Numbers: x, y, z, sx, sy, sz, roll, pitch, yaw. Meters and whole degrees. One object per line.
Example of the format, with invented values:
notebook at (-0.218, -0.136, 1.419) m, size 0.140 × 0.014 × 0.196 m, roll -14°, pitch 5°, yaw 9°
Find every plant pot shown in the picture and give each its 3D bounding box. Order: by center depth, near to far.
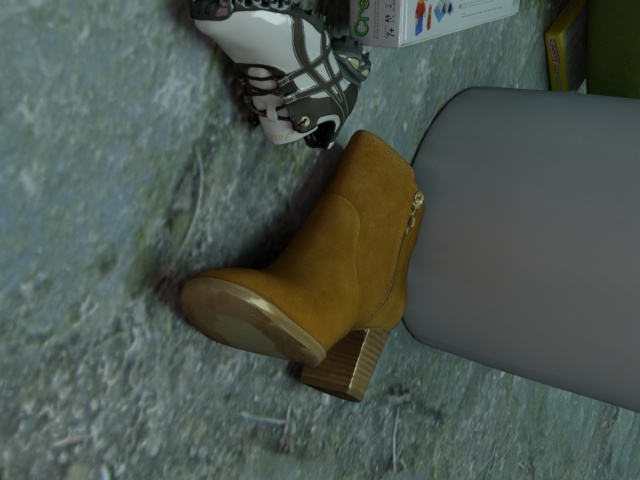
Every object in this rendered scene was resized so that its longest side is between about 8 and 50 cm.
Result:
plant pot at (0.438, -0.298, 1.157) m, size 0.275 × 0.275 × 0.293 m, roll -13°, pitch 124°, yaw -55°

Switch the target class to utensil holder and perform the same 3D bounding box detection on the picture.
utensil holder at (0.317, 0.010, 0.979) m, size 0.328 × 0.385 × 0.327 m, roll -27°, pitch 124°, yaw -49°

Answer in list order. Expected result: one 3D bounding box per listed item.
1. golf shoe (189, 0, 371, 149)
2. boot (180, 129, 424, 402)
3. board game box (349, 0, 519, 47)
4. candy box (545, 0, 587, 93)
golf shoe at (-0.027, -0.119, 0.690) m, size 0.198 × 0.077 × 0.093 m, roll 14°, pitch 90°, yaw -57°
boot at (0.001, 0.000, 0.771) m, size 0.295 × 0.104 × 0.211 m, roll 44°, pitch 60°, yaw -60°
board game box at (0.115, -0.285, 0.839) m, size 0.305 × 0.053 × 0.193 m, roll -30°, pitch 126°, yaw -57°
candy box at (0.351, -0.282, 1.256) m, size 0.206 × 0.027 × 0.105 m, roll -51°, pitch 136°, yaw -34°
